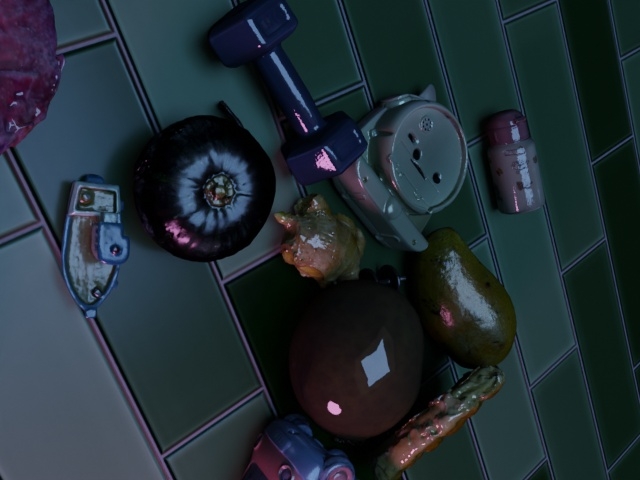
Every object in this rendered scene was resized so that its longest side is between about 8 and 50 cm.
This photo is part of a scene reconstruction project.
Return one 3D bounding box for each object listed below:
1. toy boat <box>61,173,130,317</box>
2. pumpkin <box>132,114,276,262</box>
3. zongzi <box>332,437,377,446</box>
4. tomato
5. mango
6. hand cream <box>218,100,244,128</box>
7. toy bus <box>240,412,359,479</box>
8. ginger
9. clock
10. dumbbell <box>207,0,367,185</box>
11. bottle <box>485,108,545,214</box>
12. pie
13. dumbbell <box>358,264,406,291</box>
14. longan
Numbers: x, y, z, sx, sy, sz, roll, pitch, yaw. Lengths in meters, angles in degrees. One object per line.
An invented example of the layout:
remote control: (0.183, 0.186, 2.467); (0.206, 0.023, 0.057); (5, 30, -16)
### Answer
toy boat: (-0.337, 0.008, 0.972); (0.088, 0.102, 0.215); (5, 92, -33)
pumpkin: (-0.183, -0.080, 1.035); (0.233, 0.163, 0.233); (-3, 95, -33)
zongzi: (0.075, 0.401, 1.333); (0.083, 0.073, 0.067); (26, 75, 9)
tomato: (-0.489, -0.243, 0.805); (0.290, 0.176, 0.335); (-25, 109, -53)
mango: (0.299, 0.134, 1.387); (0.329, 0.176, 0.176); (53, 57, -25)
hand cream: (-0.133, -0.165, 1.130); (0.039, 0.062, 0.163); (-20, 114, 0)
toy bus: (-0.029, 0.483, 1.186); (0.232, 0.197, 0.294); (-48, 120, -10)
ginger: (0.000, 0.000, 1.207); (0.216, 0.102, 0.157); (31, 70, -33)
clock: (0.185, -0.164, 1.317); (0.265, 0.109, 0.324); (47, 68, -28)
dumbbell: (-0.054, -0.257, 1.120); (0.325, 0.160, 0.144); (58, 32, -24)
bottle: (0.443, -0.184, 1.498); (0.110, 0.110, 0.233); (-26, 108, -31)
pie: (0.235, 0.362, 1.313); (0.339, 0.339, 0.083); (-30, 69, -29)
dumbbell: (0.117, 0.086, 1.316); (0.147, 0.069, 0.069); (-8, 99, -35)
longan: (0.073, 0.214, 1.195); (0.300, 0.243, 0.300); (-32, 134, -40)
